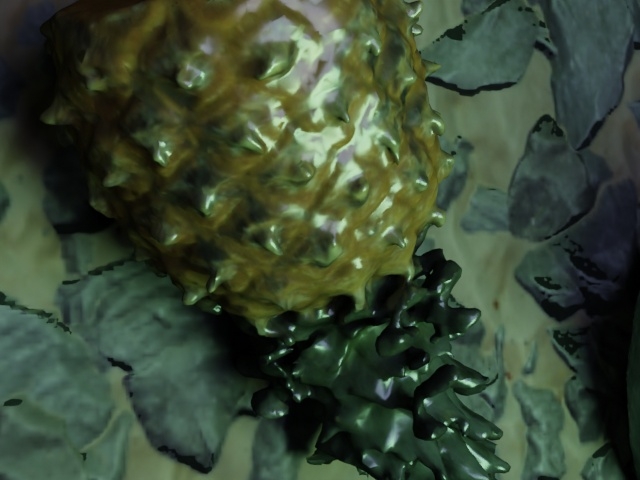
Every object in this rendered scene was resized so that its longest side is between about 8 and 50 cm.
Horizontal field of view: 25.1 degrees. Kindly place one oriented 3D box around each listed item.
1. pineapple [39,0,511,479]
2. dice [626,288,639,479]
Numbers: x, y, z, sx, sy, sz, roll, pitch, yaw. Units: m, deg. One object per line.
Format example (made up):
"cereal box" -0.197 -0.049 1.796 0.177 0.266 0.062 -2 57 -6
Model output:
"pineapple" 0.000 0.000 0.610 0.158 0.158 0.278 -42 120 -33
"dice" 0.398 0.083 0.772 0.348 0.328 0.330 -41 109 -33
